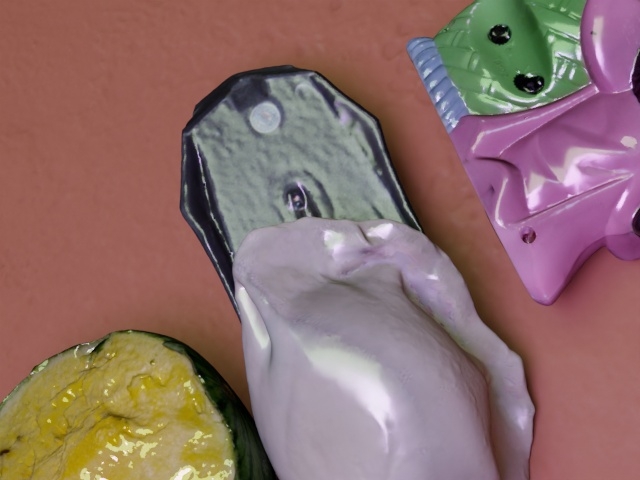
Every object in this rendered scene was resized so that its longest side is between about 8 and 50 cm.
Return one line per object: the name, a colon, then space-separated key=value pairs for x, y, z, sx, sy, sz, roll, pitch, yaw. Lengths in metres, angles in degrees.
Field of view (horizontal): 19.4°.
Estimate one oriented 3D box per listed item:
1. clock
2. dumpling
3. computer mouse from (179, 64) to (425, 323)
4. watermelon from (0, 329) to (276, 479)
clock: x=0.164 y=-0.084 z=1.034 sx=0.195 sy=0.100 sz=0.194 roll=-28 pitch=61 yaw=11
dumpling: x=0.044 y=0.084 z=0.990 sx=0.151 sy=0.124 sz=0.228 roll=-26 pitch=93 yaw=-29
computer mouse: x=-0.002 y=0.002 z=1.095 sx=0.126 sy=0.071 sz=0.231 roll=-27 pitch=75 yaw=-3
watermelon: x=-0.112 y=0.171 z=1.044 sx=0.204 sy=0.127 sz=0.232 roll=32 pitch=88 yaw=40
